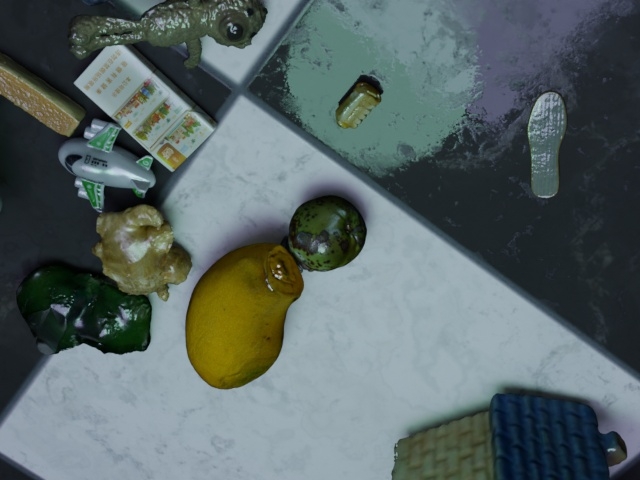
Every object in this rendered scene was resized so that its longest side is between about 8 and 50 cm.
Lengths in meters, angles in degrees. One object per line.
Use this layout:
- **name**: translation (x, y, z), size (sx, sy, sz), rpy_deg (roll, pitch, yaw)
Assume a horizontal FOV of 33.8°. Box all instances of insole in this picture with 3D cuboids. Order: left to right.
- **insole**: translation (0.366, -0.153, 1.709), size (0.064, 0.004, 0.188), rpy_deg (1, 118, 10)

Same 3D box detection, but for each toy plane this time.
- **toy plane**: translation (-0.365, -0.126, 1.803), size (0.174, 0.080, 0.174), rpy_deg (5, 120, 9)
- **toy plane**: translation (-0.066, 0.030, 1.866), size (0.078, 0.031, 0.083), rpy_deg (17, 123, 15)

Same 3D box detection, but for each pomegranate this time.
- **pomegranate**: translation (0.010, 0.004, 1.783), size (0.125, 0.138, 0.163), rpy_deg (29, 133, 24)

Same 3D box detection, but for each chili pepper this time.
- **chili pepper**: translation (-0.442, 0.136, 1.935), size (0.264, 0.116, 0.148), rpy_deg (20, 128, 0)

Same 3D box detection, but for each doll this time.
- **doll**: translation (-0.229, -0.336, 1.610), size (0.286, 0.091, 0.202), rpy_deg (9, 131, -29)

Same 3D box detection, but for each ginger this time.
- **ginger**: translation (-0.313, 0.027, 1.864), size (0.157, 0.102, 0.216), rpy_deg (-16, 128, 7)

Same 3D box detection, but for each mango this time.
- **mango**: translation (-0.143, 0.131, 1.855), size (0.187, 0.144, 0.359), rpy_deg (32, 131, 13)

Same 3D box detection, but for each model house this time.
- **model house**: translation (0.399, 0.544, 1.871), size (0.400, 0.395, 0.445), rpy_deg (-27, 119, 20)

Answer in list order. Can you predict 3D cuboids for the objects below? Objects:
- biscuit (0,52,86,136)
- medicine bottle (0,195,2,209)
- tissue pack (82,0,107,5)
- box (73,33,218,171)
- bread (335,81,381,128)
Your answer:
- **biscuit**: translation (-0.483, -0.248, 1.771), size (0.188, 0.056, 0.052), rpy_deg (36, 116, -9)
- **medicine bottle**: translation (-0.677, -0.156, 1.745), size (0.245, 0.245, 0.306), rpy_deg (-6, 123, 12)
- **tissue pack**: translation (-0.288, -0.477, 1.508), size (0.316, 0.103, 0.228), rpy_deg (-2, 121, 51)
- **box**: translation (-0.292, -0.227, 1.762), size (0.220, 0.032, 0.122), rpy_deg (42, 117, -14)
- **bread**: translation (0.059, -0.217, 1.709), size (0.049, 0.033, 0.088), rpy_deg (26, 124, -22)
